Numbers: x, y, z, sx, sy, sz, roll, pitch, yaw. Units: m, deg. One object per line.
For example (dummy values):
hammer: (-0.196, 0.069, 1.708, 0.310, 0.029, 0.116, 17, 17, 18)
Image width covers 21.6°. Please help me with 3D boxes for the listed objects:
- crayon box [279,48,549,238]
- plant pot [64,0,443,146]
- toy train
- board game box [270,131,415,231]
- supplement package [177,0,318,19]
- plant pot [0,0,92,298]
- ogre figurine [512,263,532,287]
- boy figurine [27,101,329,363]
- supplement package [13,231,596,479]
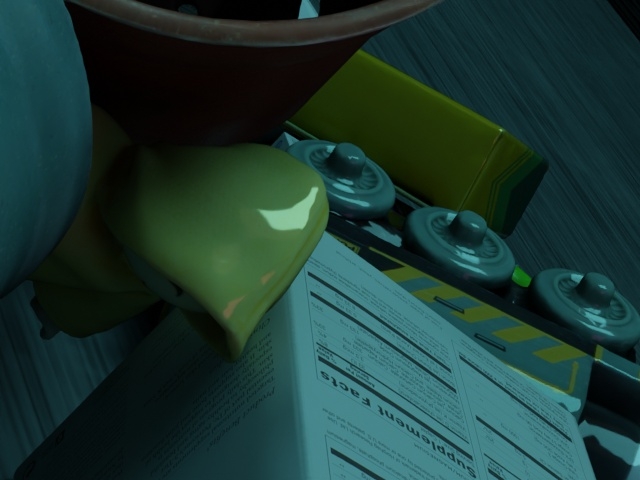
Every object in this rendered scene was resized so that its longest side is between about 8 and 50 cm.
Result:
crayon box: (0.055, -0.087, 1.292, 0.202, 0.081, 0.318, 31, 6, 13)
plant pot: (-0.057, -0.167, 0.725, 0.272, 0.272, 0.265, 45, -18, 1)
toy train: (0.056, 0.063, 1.019, 0.334, 0.142, 0.190, 27, 28, 1)
board game box: (0.000, 0.000, 1.152, 0.154, 0.103, 0.026, 28, 26, -36)
supplement package: (-0.138, -0.128, 0.995, 0.149, 0.203, 0.194, 22, 29, -46)
plant pot: (-0.248, -0.024, 0.541, 0.293, 0.293, 0.196, 40, 47, -12)
ogre figurine: (0.142, 0.069, 1.304, 0.118, 0.097, 0.197, 33, 9, 3)
boy figurine: (-0.127, -0.007, 0.713, 0.092, 0.285, 0.177, -65, 152, -29)
supplement package: (-0.001, 0.165, 0.698, 0.198, 0.199, 0.262, 36, 22, -23)
